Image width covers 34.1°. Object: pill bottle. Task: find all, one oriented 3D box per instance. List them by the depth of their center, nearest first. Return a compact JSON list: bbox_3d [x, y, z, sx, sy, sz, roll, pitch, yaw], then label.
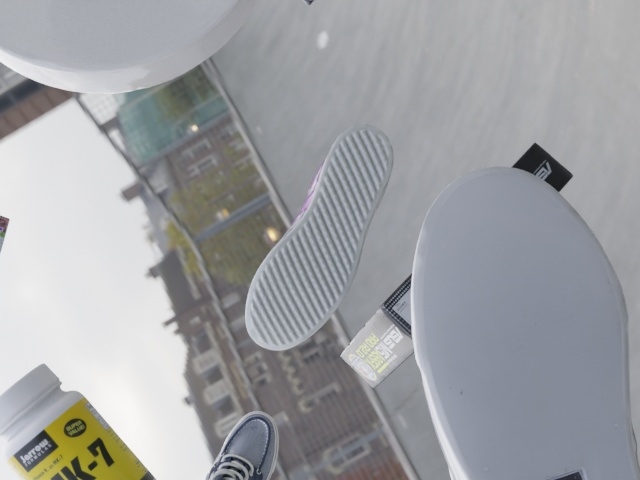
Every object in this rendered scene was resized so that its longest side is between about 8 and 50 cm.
[{"bbox_3d":[-0.303,0.258,1.253,0.208,0.119,0.119,49,-177,-1],"label":"pill bottle"}]

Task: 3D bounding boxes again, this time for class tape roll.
[{"bbox_3d":[-0.248,-0.357,1.177,0.392,0.392,0.072,61,174,10],"label":"tape roll"}]

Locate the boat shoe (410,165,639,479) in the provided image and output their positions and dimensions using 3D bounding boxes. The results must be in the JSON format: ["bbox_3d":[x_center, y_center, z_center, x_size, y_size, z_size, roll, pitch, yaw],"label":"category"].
[{"bbox_3d":[0.103,0.101,0.467,0.088,0.096,0.267,97,156,-73],"label":"boat shoe"}]

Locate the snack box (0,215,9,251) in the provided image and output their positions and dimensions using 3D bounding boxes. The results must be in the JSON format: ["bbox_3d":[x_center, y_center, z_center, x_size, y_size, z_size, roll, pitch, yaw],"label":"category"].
[{"bbox_3d":[-0.376,0.003,1.057,0.100,0.037,0.141,21,-158,-18],"label":"snack box"}]

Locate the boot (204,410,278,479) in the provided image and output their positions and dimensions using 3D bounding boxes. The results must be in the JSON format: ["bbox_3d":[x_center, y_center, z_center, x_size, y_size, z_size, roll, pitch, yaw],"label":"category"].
[{"bbox_3d":[-0.098,0.277,1.194,0.069,0.190,0.086,18,155,7],"label":"boot"}]

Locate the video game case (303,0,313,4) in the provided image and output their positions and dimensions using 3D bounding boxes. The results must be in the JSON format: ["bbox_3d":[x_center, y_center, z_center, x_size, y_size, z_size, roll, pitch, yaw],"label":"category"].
[{"bbox_3d":[-0.020,-0.375,0.982,0.275,0.248,0.035,41,-129,-25],"label":"video game case"}]

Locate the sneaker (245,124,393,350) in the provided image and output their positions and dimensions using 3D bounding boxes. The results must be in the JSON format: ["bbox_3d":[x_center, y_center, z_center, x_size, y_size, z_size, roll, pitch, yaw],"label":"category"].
[{"bbox_3d":[0.001,0.000,1.246,0.102,0.282,0.161,31,177,-5],"label":"sneaker"}]

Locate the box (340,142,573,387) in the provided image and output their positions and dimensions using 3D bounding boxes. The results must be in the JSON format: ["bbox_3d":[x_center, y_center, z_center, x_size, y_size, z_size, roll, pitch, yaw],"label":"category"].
[{"bbox_3d":[0.149,0.033,1.181,0.060,0.270,0.216,42,158,7],"label":"box"}]
